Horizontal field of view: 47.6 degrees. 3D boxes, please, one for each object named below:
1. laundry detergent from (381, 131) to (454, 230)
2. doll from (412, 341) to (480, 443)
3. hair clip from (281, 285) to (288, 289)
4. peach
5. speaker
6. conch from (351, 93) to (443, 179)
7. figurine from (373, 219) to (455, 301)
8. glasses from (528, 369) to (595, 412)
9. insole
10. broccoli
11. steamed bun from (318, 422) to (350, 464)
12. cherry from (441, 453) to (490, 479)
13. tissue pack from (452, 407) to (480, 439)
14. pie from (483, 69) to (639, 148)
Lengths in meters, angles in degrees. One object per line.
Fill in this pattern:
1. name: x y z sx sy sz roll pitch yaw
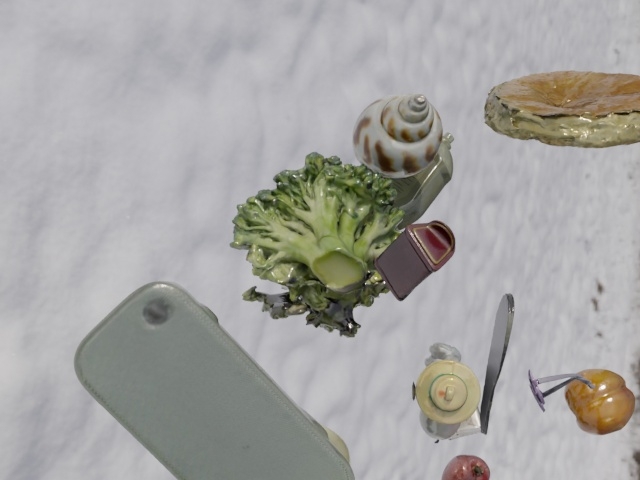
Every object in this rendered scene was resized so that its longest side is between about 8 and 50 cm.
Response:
1. laundry detergent: 0.199 -0.149 1.613 0.253 0.181 0.091 -45 140 -8
2. doll: 0.273 0.306 1.621 0.271 0.143 0.208 -71 173 -51
3. hair clip: 0.028 0.110 1.711 0.140 0.220 0.054 7 82 -76
4. peach: 0.586 0.334 1.522 0.138 0.138 0.138 7 90 -66
5. speaker: -0.144 0.239 1.036 0.183 0.406 0.184 -44 -174 -6
6. conch: 0.150 -0.212 1.424 0.148 0.275 0.183 0 74 -35
7. figurine: 0.167 0.021 1.146 0.098 0.154 0.082 -18 71 -36
8. glasses: 0.424 0.250 1.281 0.063 0.103 0.140 68 8 29
9. insole: 0.272 0.197 1.131 0.110 0.012 0.310 -80 171 -50
10. broccoli: 0.005 0.016 1.364 0.334 0.324 0.272 60 31 -16
11. steamed bun: -0.023 0.488 1.461 0.250 0.154 0.200 67 24 -43
12. cherry: 0.343 0.560 1.741 0.106 0.126 0.087 40 33 -39
13. tissue pack: 0.340 0.409 1.810 0.106 0.099 0.149 57 18 -66
14. pie: 0.450 -0.236 1.286 0.339 0.339 0.083 -42 134 -56
